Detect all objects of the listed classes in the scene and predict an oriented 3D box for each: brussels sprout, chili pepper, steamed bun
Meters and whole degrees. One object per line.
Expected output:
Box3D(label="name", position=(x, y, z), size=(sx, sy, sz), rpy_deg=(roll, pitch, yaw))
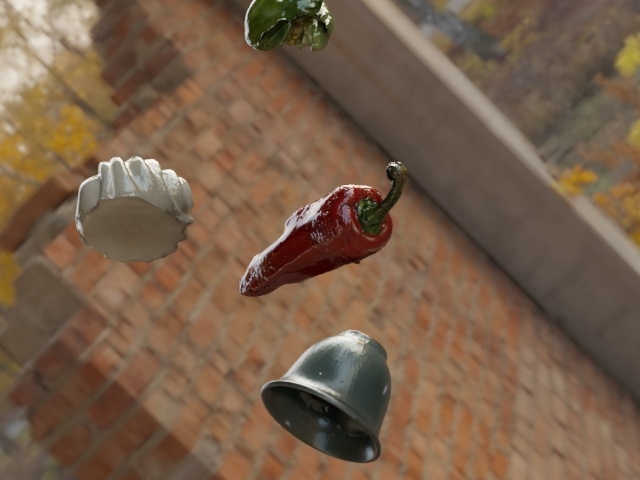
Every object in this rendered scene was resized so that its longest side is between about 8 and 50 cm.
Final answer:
Box3D(label="brussels sprout", position=(-0.052, -0.343, 2.293), size=(0.139, 0.100, 0.181), rpy_deg=(-15, 39, 7))
Box3D(label="chili pepper", position=(0.000, 0.000, 2.097), size=(0.387, 0.110, 0.110), rpy_deg=(-29, 16, 49))
Box3D(label="steamed bun", position=(-0.264, -0.050, 2.162), size=(0.183, 0.183, 0.106), rpy_deg=(-41, 38, 40))

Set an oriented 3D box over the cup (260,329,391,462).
Box3D(label="cup", position=(0.031, 0.214, 2.236), size=(0.150, 0.199, 0.199), rpy_deg=(-59, 11, -28))
